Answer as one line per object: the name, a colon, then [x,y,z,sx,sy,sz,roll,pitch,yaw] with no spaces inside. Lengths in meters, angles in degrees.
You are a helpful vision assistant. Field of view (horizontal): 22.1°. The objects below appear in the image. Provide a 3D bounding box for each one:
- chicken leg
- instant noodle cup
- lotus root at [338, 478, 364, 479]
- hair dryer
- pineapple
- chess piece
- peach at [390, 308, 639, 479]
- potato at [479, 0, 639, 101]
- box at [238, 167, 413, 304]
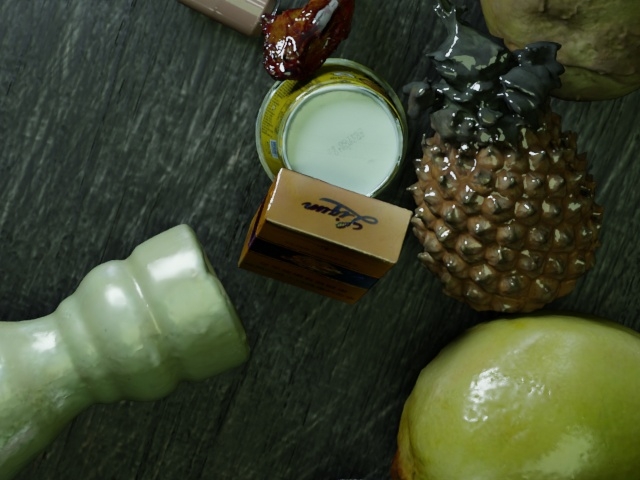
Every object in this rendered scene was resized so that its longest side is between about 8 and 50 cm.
chicken leg: [-0.005,-0.261,1.864,0.093,0.053,0.205,32,60,10]
instant noodle cup: [0.018,-0.116,1.878,0.182,0.144,0.182,-1,98,-4]
lotus root: [0.054,0.446,1.951,0.175,0.175,0.349,-4,102,-3]
hair dryer: [-0.081,-0.334,1.889,0.117,0.064,0.181,25,90,-7]
pineapple: [0.194,-0.107,1.799,0.223,0.223,0.357,-14,125,-2]
chess piece: [-0.308,0.149,1.866,0.442,0.234,0.234,-25,98,-5]
peach: [0.254,0.228,1.861,0.316,0.281,0.314,12,113,-8]
potato: [0.280,-0.297,1.833,0.237,0.301,0.288,-45,73,29]
box: [0.000,0.001,1.844,0.152,0.237,0.070,19,72,-5]
